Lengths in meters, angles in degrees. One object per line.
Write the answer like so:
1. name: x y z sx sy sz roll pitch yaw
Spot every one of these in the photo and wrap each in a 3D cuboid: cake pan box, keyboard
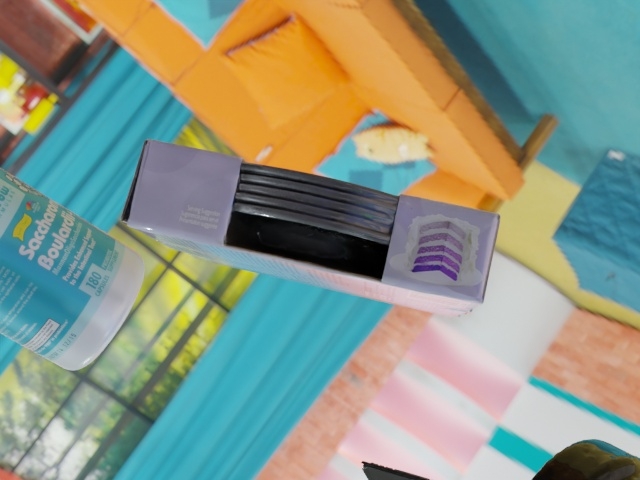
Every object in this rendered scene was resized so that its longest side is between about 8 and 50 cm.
1. cake pan box: 0.000 0.000 0.766 0.246 0.070 0.267 11 175 6
2. keyboard: 0.126 0.287 1.073 0.180 0.023 0.108 3 127 51

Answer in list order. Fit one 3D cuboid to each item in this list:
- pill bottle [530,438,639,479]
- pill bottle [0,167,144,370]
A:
1. pill bottle: 0.181 0.168 0.400 0.219 0.122 0.123 26 166 46
2. pill bottle: -0.325 0.013 1.029 0.264 0.146 0.146 34 172 -21
